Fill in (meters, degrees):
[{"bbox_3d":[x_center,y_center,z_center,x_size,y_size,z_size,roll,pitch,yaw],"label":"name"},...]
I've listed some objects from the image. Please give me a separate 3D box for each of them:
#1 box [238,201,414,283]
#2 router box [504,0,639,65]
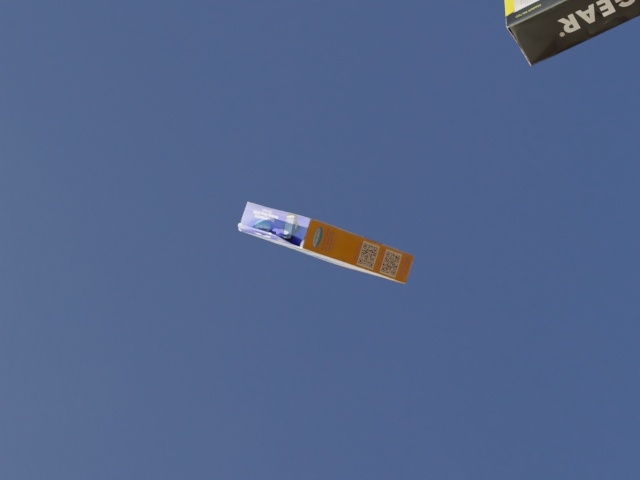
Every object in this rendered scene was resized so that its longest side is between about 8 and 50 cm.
[{"bbox_3d":[0.000,0.000,1.249,0.136,0.081,0.028,22,-95,-42],"label":"box"},{"bbox_3d":[0.236,-0.224,1.262,0.179,0.133,0.046,-25,-60,20],"label":"router box"}]
